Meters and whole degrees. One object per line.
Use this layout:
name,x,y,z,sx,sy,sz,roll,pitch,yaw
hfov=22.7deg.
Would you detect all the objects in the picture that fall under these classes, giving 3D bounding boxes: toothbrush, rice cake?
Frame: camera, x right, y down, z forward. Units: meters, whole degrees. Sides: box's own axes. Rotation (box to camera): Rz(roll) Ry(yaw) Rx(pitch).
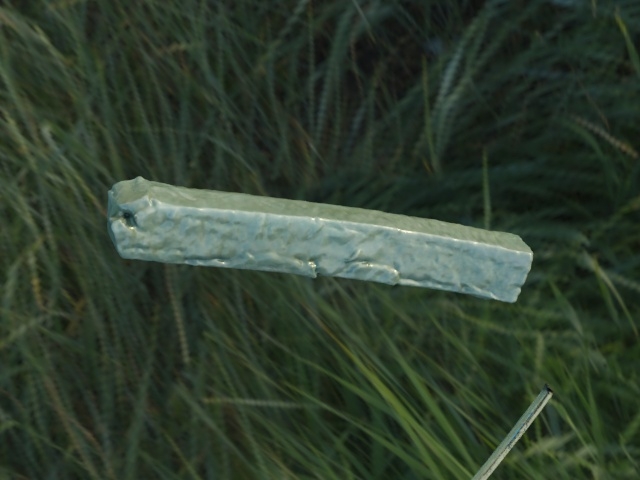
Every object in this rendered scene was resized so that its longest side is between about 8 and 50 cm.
toothbrush,0.147,0.256,1.596,0.028,0.026,0.294,42,71,-14
rice cake,0.000,0.000,0.890,0.245,0.045,0.042,6,110,-19
